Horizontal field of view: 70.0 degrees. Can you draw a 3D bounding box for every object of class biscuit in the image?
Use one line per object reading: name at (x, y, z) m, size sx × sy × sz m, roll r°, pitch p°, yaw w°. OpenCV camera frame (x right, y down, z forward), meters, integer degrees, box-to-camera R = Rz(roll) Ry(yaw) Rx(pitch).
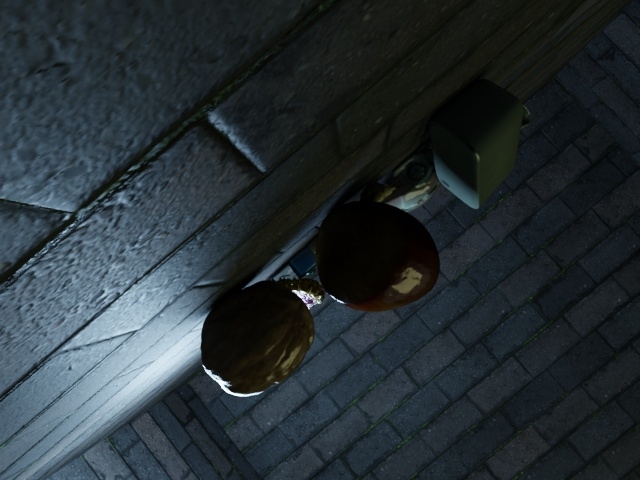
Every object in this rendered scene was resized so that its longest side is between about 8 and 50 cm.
biscuit at (0.171, -0.148, 1.433) m, size 0.118 × 0.061 × 0.183 m, roll -40°, pitch 172°, yaw 23°

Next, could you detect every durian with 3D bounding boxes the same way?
durian at (-0.112, 0.181, 1.664) m, size 0.341 × 0.191 × 0.112 m, roll -37°, pitch -150°, yaw 62°

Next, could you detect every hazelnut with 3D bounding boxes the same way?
hazelnut at (0.159, 0.048, 1.328) m, size 0.366 × 0.365 × 0.366 m, roll -39°, pitch 174°, yaw -5°

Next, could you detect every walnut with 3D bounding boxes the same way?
walnut at (-0.175, 0.273, 1.328) m, size 0.344 × 0.306 × 0.306 m, roll -41°, pitch 174°, yaw 22°

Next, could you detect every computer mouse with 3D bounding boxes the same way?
computer mouse at (0.293, -0.155, 1.570) m, size 0.389 × 0.114 × 0.200 m, roll -45°, pitch 148°, yaw 14°

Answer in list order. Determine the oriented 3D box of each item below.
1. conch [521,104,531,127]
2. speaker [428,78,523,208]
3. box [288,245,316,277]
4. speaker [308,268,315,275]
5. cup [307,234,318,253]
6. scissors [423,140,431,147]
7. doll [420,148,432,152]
conch at (0.680, -0.432, 1.888) m, size 0.368 × 0.197 × 0.249 m, roll -33°, pitch 135°, yaw -24°
speaker at (0.446, -0.264, 1.311) m, size 0.184 × 0.183 × 0.406 m, roll -44°, pitch 155°, yaw 1°
box at (-0.019, 0.049, 1.660) m, size 0.194 × 0.073 × 0.139 m, roll -39°, pitch 174°, yaw -11°
speaker at (-0.067, 0.149, 2.193) m, size 0.094 × 0.060 × 0.075 m, roll -40°, pitch 173°, yaw -1°
cup at (-0.002, -0.002, 1.562) m, size 0.083 × 0.074 × 0.054 m, roll -37°, pitch 138°, yaw 4°
scissors at (0.398, -0.352, 1.542) m, size 0.119 × 0.014 × 0.058 m, roll -37°, pitch 179°, yaw 3°
doll at (0.391, -0.299, 1.672) m, size 0.106 × 0.062 × 0.162 m, roll -37°, pitch 177°, yaw 20°
